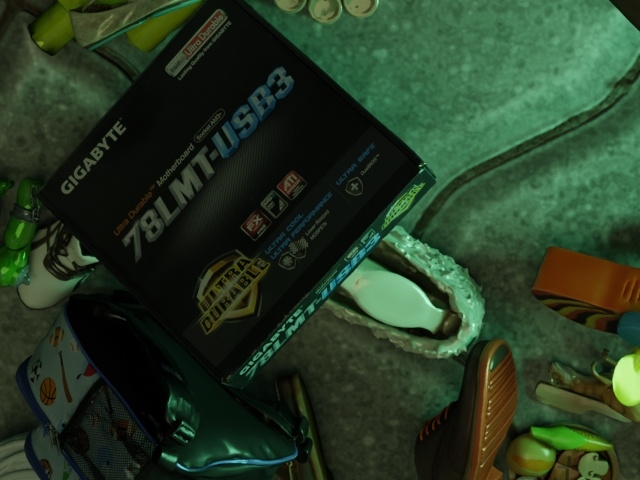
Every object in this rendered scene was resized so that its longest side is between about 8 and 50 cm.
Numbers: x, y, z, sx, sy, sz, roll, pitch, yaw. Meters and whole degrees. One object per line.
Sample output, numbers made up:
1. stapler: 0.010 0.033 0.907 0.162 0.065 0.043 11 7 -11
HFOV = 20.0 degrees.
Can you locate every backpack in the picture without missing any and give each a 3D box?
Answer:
1. backpack: -0.188 0.182 1.925 0.213 0.276 0.263 -44 63 18

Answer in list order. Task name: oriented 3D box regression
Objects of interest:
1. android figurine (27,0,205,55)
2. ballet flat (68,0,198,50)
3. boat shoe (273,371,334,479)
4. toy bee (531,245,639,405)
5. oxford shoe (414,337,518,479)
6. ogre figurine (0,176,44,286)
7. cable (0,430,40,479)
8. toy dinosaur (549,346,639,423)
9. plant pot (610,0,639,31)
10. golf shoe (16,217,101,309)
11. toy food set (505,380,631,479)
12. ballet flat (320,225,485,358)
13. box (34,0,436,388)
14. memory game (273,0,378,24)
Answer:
1. android figurine: -0.217 -0.315 1.843 0.273 0.056 0.248 -36 104 18
2. ballet flat: -0.178 -0.241 1.810 0.168 0.057 0.052 -22 100 16
3. boat shoe: -0.029 0.247 2.034 0.073 0.073 0.207 -11 110 6
4. toy bee: 0.372 0.093 1.886 0.195 0.298 0.162 -50 141 -3
5. oxford shoe: 0.148 0.215 1.982 0.098 0.097 0.271 22 124 23
6. ogre figurine: -0.383 0.000 1.962 0.197 0.097 0.118 -9 93 -7
7. cable: -0.303 0.342 2.055 0.257 0.089 0.257 19 102 14
8. toy dinosaur: 0.351 0.177 1.975 0.211 0.064 0.112 34 111 20
9. plant pot: 0.327 -0.343 1.676 0.280 0.323 0.323 34 111 10
10. golf shoe: -0.268 0.008 1.952 0.077 0.094 0.198 37 111 -11
11. toy food set: 0.268 0.262 2.032 0.132 0.038 0.192 16 112 -2
12. ballet flat: 0.000 0.000 1.904 0.409 0.147 0.147 28 111 -6
13. box: -0.088 -0.055 1.820 0.293 0.073 0.295 44 93 17
14. memory game: 0.008 -0.310 1.847 0.186 0.012 0.186 1 111 4
